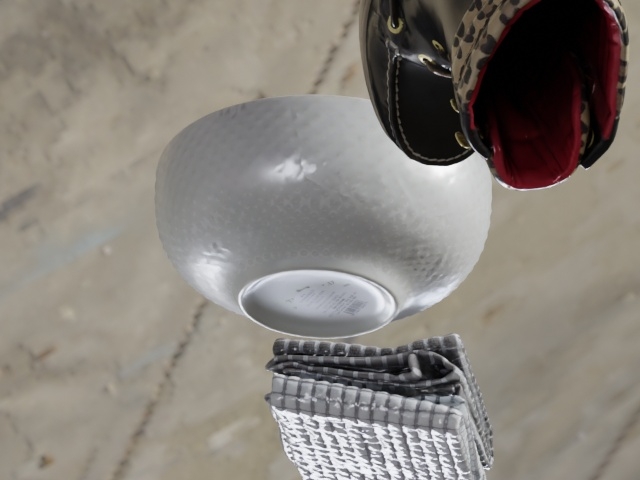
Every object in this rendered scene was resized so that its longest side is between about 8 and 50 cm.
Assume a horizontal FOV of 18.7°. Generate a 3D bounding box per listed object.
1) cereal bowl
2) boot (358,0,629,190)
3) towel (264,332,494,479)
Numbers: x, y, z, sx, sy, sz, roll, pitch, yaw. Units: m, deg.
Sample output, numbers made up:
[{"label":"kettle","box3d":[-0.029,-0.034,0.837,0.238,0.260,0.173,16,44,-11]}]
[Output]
[{"label":"cereal bowl","box3d":[0.000,0.000,1.914,0.339,0.141,0.339,2,152,1]},{"label":"boot","box3d":[0.129,-0.144,1.494,0.138,0.284,0.377,2,133,-13]},{"label":"towel","box3d":[0.072,0.204,2.249,0.235,0.121,0.284,5,152,16]}]
